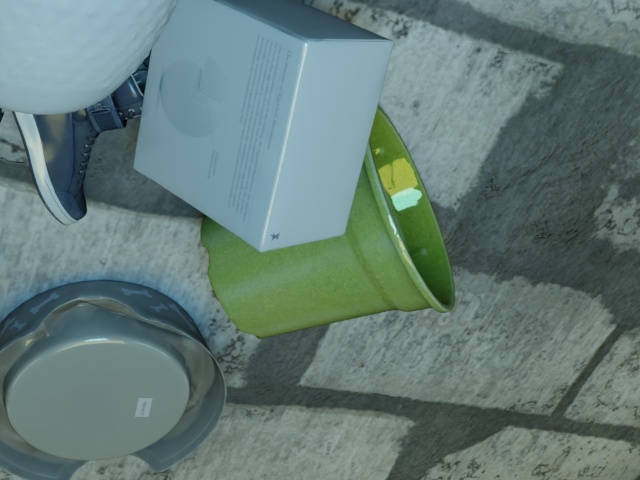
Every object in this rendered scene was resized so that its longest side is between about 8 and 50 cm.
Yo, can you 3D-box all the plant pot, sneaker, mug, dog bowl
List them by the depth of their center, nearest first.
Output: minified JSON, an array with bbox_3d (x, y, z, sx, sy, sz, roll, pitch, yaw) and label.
[{"bbox_3d":[-0.289,-0.314,0.891,0.374,0.276,0.328,25,127,4],"label":"mug"},{"bbox_3d":[-0.259,-0.121,1.147,0.164,0.086,0.226,-11,129,-5],"label":"sneaker"},{"bbox_3d":[0.000,0.000,1.234,0.254,0.276,0.276,-21,132,17],"label":"plant pot"},{"bbox_3d":[-0.313,0.202,1.386,0.349,0.102,0.348,-8,131,-10],"label":"dog bowl"}]

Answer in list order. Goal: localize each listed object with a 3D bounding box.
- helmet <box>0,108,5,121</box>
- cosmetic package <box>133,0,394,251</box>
[{"bbox_3d":[-0.419,-0.157,1.021,0.170,0.169,0.161,-23,114,3],"label":"helmet"},{"bbox_3d":[-0.067,-0.141,1.052,0.138,0.225,0.224,-11,124,-44],"label":"cosmetic package"}]
